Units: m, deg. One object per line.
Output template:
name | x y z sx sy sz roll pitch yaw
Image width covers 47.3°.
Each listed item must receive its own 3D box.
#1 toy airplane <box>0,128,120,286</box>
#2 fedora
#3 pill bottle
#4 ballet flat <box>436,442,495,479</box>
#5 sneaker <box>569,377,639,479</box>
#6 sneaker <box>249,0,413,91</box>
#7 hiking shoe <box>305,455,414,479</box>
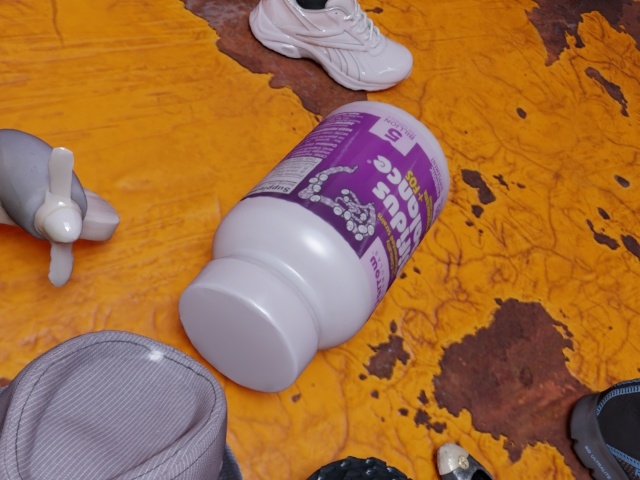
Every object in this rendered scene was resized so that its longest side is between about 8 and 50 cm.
toy airplane | -0.358 -0.065 0.503 0.384 0.272 0.386 46 31 -8
fedora | -0.157 0.157 0.507 0.243 0.124 0.275 31 28 13
pill bottle | 0.000 0.000 0.722 0.169 0.169 0.301 39 50 0
ballet flat | 0.178 0.269 0.717 0.057 0.049 0.173 -30 76 -40
sneaker | 0.426 0.290 0.778 0.341 0.140 0.125 46 48 4
sneaker | 0.029 -0.277 0.956 0.232 0.115 0.091 16 53 -18
hiking shoe | -0.005 0.283 0.579 0.113 0.132 0.304 31 25 17
